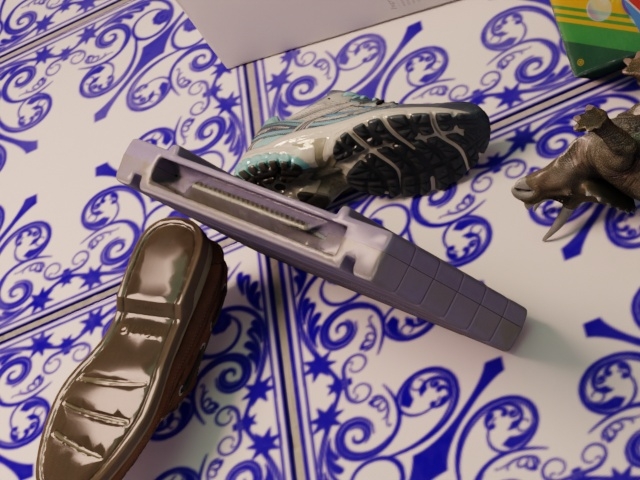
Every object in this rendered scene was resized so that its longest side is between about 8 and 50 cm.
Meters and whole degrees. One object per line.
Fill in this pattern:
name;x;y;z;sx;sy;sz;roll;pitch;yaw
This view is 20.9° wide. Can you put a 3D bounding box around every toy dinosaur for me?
toy dinosaur;0.319;-0.065;1.538;0.313;0.160;0.121;14;61;33

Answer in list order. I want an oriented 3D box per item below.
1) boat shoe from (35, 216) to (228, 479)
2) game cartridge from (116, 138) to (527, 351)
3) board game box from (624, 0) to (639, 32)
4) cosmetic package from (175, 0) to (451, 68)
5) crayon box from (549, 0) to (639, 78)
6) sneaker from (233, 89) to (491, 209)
boat shoe;-0.168;0.133;1.703;0.111;0.104;0.307;17;71;31
game cartridge;0.000;0.000;1.618;0.355;0.230;0.068;21;89;43
board game box;0.368;-0.137;1.463;0.064;0.242;0.316;-37;42;1
cosmetic package;0.032;-0.363;1.978;0.385;0.156;0.217;-14;48;21
crayon box;0.371;-0.303;1.672;0.323;0.083;0.203;-19;88;18
sneaker;0.041;-0.114;1.784;0.283;0.110;0.122;-10;44;26
